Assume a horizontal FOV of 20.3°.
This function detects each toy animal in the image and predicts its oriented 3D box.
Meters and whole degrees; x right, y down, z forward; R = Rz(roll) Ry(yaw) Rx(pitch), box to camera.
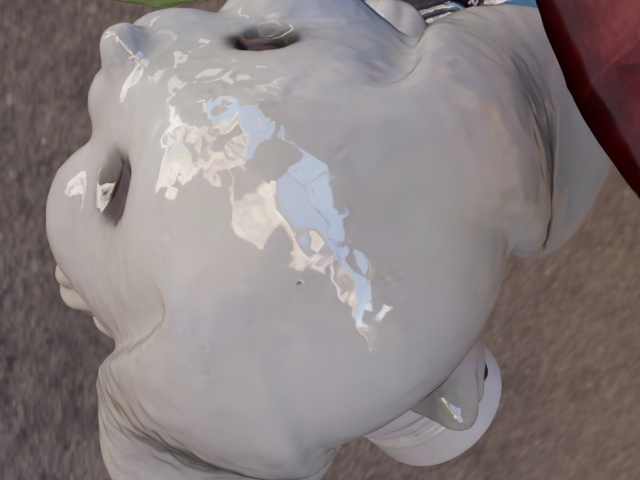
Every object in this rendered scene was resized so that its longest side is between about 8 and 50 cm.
[{"bbox_3d":[-0.006,0.011,0.697,0.174,0.249,0.289,41,24,10],"label":"toy animal"}]

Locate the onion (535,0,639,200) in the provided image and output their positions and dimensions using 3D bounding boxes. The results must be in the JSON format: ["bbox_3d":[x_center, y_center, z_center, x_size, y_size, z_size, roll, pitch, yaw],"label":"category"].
[{"bbox_3d":[0.196,-0.092,0.399,0.314,0.232,0.314,2,81,-12],"label":"onion"}]

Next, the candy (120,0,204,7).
[{"bbox_3d":[-0.023,-0.165,0.510,0.093,0.092,0.335,32,33,-11],"label":"candy"}]

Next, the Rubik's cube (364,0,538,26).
[{"bbox_3d":[0.164,-0.293,1.630,0.301,0.304,0.305,-17,100,5],"label":"Rubik's cube"}]

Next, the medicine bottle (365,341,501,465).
[{"bbox_3d":[0.032,0.073,1.545,0.170,0.293,0.170,-19,50,25],"label":"medicine bottle"}]
